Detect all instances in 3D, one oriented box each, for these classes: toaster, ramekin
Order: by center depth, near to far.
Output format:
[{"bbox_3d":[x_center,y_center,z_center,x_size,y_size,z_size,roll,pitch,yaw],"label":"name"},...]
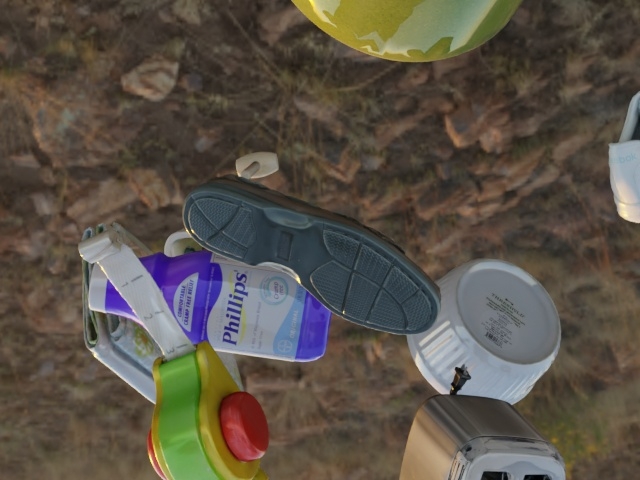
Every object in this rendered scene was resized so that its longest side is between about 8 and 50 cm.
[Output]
[{"bbox_3d":[0.154,0.247,0.842,0.129,0.227,0.146,8,-175,-12],"label":"toaster"},{"bbox_3d":[0.235,0.122,1.220,0.207,0.207,0.109,7,146,-21],"label":"ramekin"}]

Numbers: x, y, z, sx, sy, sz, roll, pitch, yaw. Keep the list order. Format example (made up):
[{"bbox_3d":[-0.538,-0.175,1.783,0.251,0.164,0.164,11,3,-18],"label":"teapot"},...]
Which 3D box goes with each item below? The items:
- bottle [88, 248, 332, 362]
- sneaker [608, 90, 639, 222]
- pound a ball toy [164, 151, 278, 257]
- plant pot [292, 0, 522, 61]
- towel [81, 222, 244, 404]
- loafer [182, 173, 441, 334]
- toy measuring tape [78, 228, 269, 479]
[{"bbox_3d":[-0.127,0.070,1.039,0.283,0.118,0.092,9,-178,-3],"label":"bottle"},{"bbox_3d":[0.313,-0.115,0.764,0.080,0.212,0.094,0,131,48],"label":"sneaker"},{"bbox_3d":[-0.160,-0.025,1.473,0.135,0.208,0.319,-7,-169,15],"label":"pound a ball toy"},{"bbox_3d":[0.107,-0.328,0.698,0.275,0.275,0.293,2,168,-12],"label":"plant pot"},{"bbox_3d":[-0.263,0.168,1.498,0.090,0.320,0.374,-35,128,10],"label":"towel"},{"bbox_3d":[0.000,0.000,0.858,0.267,0.084,0.096,25,123,5],"label":"loafer"},{"bbox_3d":[-0.140,0.147,0.845,0.121,0.121,0.330,-18,116,25],"label":"toy measuring tape"}]
